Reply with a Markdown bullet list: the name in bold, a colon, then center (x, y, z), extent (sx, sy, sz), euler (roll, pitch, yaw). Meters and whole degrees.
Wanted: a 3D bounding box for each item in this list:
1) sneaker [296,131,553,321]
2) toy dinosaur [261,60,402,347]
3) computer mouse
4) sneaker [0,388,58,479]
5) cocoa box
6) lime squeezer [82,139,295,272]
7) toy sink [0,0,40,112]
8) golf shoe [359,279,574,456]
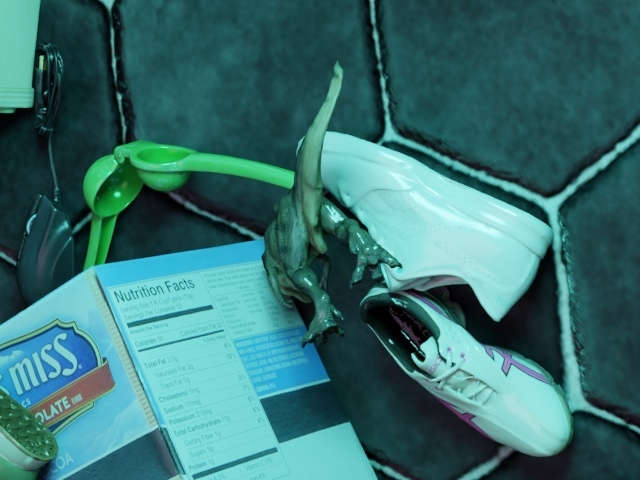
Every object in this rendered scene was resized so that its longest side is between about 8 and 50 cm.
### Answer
- **sneaker**: center (0.060, -0.011, 1.347), extent (0.212, 0.080, 0.094), euler (25, 89, 25)
- **toy dinosaur**: center (0.000, 0.000, 1.326), extent (0.118, 0.064, 0.268), euler (64, 156, 26)
- **computer mouse**: center (-0.239, -0.047, 1.548), extent (0.071, 0.041, 0.242), euler (-166, 74, -67)
- **sneaker**: center (-0.280, 0.127, 1.330), extent (0.192, 0.064, 0.086), euler (41, 109, 22)
- **cocoa box**: center (-0.181, 0.177, 1.449), extent (0.347, 0.231, 0.228), euler (-31, 79, 32)
- **lime squeezer**: center (-0.138, -0.032, 1.480), extent (0.310, 0.059, 0.110), euler (-30, 66, 41)
- **toy sink**: center (-0.335, -0.175, 1.553), extent (0.153, 0.131, 0.234), euler (10, 98, 31)
- **golf shoe**: center (0.103, 0.099, 1.348), extent (0.186, 0.086, 0.067), euler (39, 114, 20)
